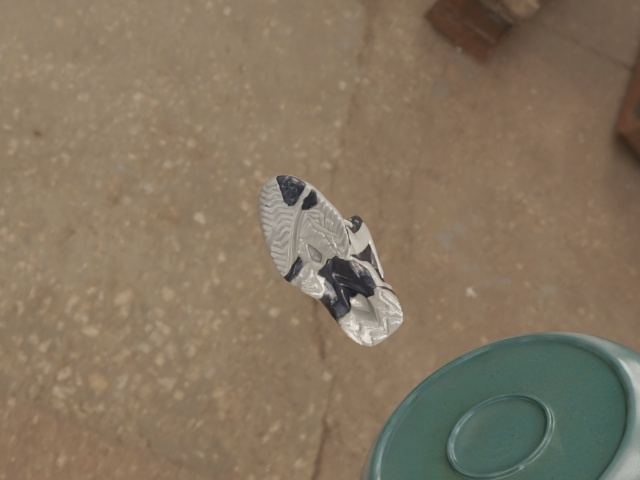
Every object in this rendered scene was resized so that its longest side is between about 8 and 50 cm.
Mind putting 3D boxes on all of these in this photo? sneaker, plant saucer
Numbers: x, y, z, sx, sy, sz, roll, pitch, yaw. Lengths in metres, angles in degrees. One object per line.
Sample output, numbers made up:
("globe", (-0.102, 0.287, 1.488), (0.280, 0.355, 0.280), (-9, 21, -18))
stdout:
("sneaker", (0.000, 0.000, 1.355), (0.235, 0.094, 0.153), (44, 9, -25))
("plant saucer", (0.167, 0.187, 1.071), (0.044, 0.317, 0.318), (59, 39, -28))
